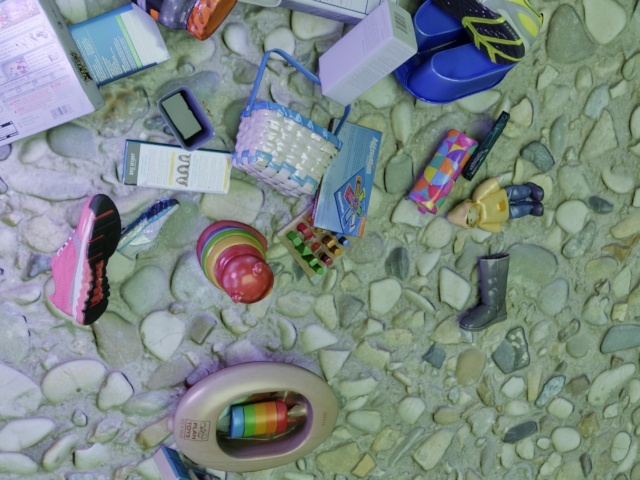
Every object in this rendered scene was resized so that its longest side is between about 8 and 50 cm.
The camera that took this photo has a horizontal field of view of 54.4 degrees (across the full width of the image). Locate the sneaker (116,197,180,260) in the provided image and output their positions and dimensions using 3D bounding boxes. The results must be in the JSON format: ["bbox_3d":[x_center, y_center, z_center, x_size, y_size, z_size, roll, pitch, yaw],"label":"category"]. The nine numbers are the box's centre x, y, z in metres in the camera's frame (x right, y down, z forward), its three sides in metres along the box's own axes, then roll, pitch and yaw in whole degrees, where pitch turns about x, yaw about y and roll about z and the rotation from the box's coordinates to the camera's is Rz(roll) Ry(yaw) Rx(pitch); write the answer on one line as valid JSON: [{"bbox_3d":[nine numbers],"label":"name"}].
[{"bbox_3d":[-0.402,-0.024,1.480,0.190,0.071,0.083,-38,121,3],"label":"sneaker"}]

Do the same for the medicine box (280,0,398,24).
[{"bbox_3d":[0.042,-0.646,1.414,0.289,0.149,0.264,6,103,-22],"label":"medicine box"}]

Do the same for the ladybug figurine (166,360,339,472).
[{"bbox_3d":[-0.177,0.446,1.638,0.449,0.162,0.305,3,104,-22],"label":"ladybug figurine"}]

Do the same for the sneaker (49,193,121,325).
[{"bbox_3d":[-0.547,0.037,1.400,0.136,0.116,0.314,19,107,12],"label":"sneaker"}]

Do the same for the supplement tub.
[{"bbox_3d":[-0.326,-0.566,1.229,0.338,0.207,0.207,36,91,-8],"label":"supplement tub"}]

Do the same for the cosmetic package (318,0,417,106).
[{"bbox_3d":[0.103,-0.421,1.420,0.085,0.231,0.117,18,56,-37],"label":"cosmetic package"}]

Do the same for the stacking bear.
[{"bbox_3d":[-0.191,0.060,1.452,0.164,0.289,0.175,42,88,-25],"label":"stacking bear"}]

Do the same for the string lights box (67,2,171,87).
[{"bbox_3d":[-0.470,-0.405,1.334,0.259,0.077,0.133,-25,112,-12],"label":"string lights box"}]

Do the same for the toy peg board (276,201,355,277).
[{"bbox_3d":[0.000,0.000,1.622,0.160,0.079,0.161,-39,115,-6],"label":"toy peg board"}]

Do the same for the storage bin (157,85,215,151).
[{"bbox_3d":[-0.306,-0.284,1.422,0.098,0.091,0.135,-33,114,-9],"label":"storage bin"}]

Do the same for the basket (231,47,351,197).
[{"bbox_3d":[-0.071,-0.267,1.456,0.254,0.201,0.289,29,81,-29],"label":"basket"}]

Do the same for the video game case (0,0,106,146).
[{"bbox_3d":[-0.606,-0.338,1.248,0.269,0.061,0.244,-15,114,16],"label":"video game case"}]

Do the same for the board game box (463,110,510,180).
[{"bbox_3d":[0.451,-0.254,1.696,0.026,0.126,0.186,33,93,12],"label":"board game box"}]

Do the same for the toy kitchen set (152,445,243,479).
[{"bbox_3d":[-0.306,0.586,1.677,0.166,0.122,0.207,-49,135,-2],"label":"toy kitchen set"}]

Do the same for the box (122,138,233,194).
[{"bbox_3d":[-0.333,-0.171,1.460,0.244,0.060,0.101,5,103,-21],"label":"box"}]

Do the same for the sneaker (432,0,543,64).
[{"bbox_3d":[0.357,-0.585,1.427,0.147,0.145,0.385,-46,104,-21],"label":"sneaker"}]

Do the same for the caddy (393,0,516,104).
[{"bbox_3d":[0.345,-0.484,1.561,0.341,0.179,0.241,-20,89,-13],"label":"caddy"}]

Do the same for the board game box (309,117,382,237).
[{"bbox_3d":[0.067,-0.158,1.594,0.145,0.027,0.281,13,86,-22],"label":"board game box"}]

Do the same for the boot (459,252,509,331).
[{"bbox_3d":[0.488,0.152,1.848,0.189,0.076,0.209,-18,118,-30],"label":"boot"}]

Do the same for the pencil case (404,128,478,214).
[{"bbox_3d":[0.329,-0.183,1.684,0.104,0.104,0.236,31,95,-25],"label":"pencil case"}]

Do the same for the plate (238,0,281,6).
[{"bbox_3d":[-0.184,-0.653,1.326,0.277,0.045,0.278,14,102,13],"label":"plate"}]

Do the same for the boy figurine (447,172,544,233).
[{"bbox_3d":[0.494,-0.101,1.770,0.285,0.092,0.177,-10,111,-21],"label":"boy figurine"}]
